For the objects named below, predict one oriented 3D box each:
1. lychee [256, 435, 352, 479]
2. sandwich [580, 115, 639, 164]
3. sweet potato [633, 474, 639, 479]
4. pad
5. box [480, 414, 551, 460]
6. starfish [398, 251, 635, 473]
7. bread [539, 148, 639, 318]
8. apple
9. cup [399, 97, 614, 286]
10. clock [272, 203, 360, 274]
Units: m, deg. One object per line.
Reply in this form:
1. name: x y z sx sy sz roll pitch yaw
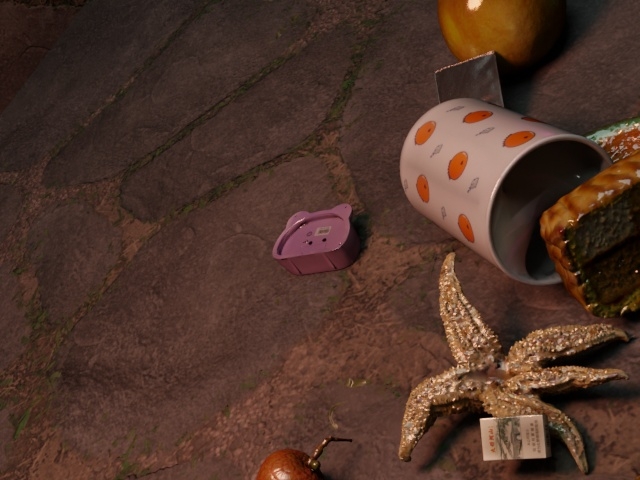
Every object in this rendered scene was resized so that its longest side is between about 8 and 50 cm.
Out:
1. lychee: -0.035 0.328 1.557 0.101 0.114 0.140 16 87 16
2. sandwich: 0.472 -0.106 1.620 0.235 0.079 0.159 -25 48 23
3. sweet potato: 0.431 0.307 1.149 0.158 0.158 0.369 -48 33 -13
4. pad: 0.254 -0.212 1.886 0.116 0.004 0.193 -17 73 30
5. box: 0.243 0.245 1.406 0.083 0.024 0.054 -9 81 29
6. starfish: 0.270 0.167 1.486 0.293 0.084 0.302 4 63 31
7. bread: 0.409 -0.014 1.485 0.222 0.181 0.096 -33 23 0
8. apple: 0.313 -0.405 1.954 0.236 0.207 0.237 -22 38 18
9. cup: 0.255 -0.088 1.644 0.212 0.212 0.317 -42 30 -4
10. clock: 0.000 0.000 1.921 0.152 0.050 0.110 -9 46 34
